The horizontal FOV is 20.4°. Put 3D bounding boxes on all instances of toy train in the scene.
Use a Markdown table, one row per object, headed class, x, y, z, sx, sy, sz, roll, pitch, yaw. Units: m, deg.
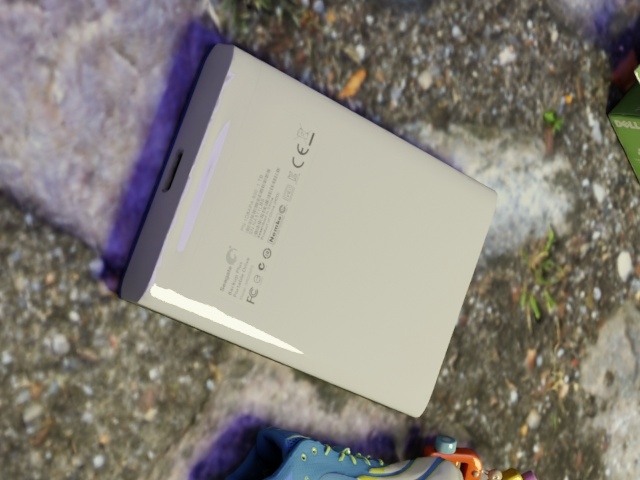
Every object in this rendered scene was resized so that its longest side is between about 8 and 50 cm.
| class | x | y | z | sx | sy | sz | roll | pitch | yaw |
| --- | --- | --- | --- | --- | --- | --- | --- | --- | --- |
| toy train | 0.129 | 0.247 | 1.604 | 0.125 | 0.046 | 0.166 | 0 | 109 | -14 |

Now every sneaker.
| class | x | y | z | sx | sy | sz | roll | pitch | yaw |
| --- | --- | --- | --- | --- | --- | --- | --- | --- | --- |
| sneaker | 0.015 | 0.201 | 1.462 | 0.240 | 0.091 | 0.126 | -22 | 110 | -32 |

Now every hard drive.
| class | x | y | z | sx | sy | sz | roll | pitch | yaw |
| --- | --- | --- | --- | --- | --- | --- | --- | --- | --- |
| hard drive | 0.000 | 0.000 | 1.451 | 0.319 | 0.040 | 0.210 | 26 | 81 | -40 |

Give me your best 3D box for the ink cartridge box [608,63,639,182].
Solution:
| class | x | y | z | sx | sy | sz | roll | pitch | yaw |
| --- | --- | --- | --- | --- | --- | --- | --- | --- | --- |
| ink cartridge box | 0.344 | -0.115 | 1.711 | 0.109 | 0.062 | 0.209 | -47 | 124 | -25 |
